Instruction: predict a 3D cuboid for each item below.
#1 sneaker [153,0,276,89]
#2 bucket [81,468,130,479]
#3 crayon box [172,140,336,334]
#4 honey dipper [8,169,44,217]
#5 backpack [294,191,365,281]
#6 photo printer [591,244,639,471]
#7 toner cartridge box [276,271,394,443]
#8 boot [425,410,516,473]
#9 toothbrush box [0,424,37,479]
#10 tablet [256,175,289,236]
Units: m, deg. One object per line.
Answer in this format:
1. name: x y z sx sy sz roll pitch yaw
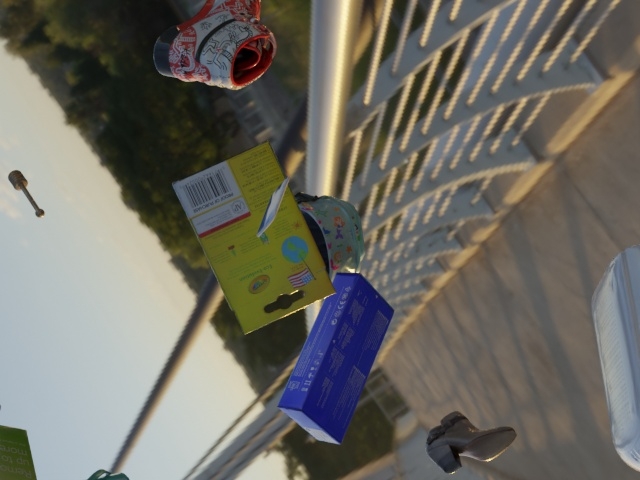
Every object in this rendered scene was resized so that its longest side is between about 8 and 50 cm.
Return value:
1. sneaker: -0.115 -0.315 1.373 0.145 0.270 0.090 18 137 22
2. bucket: -0.449 0.588 1.780 0.281 0.183 0.281 26 120 57
3. crayon box: -0.124 -0.006 1.758 0.081 0.202 0.318 -114 0 -86
4. honey dipper: -0.574 -0.088 1.804 0.161 0.030 0.030 44 167 41
5. backpack: 0.000 0.000 2.253 0.253 0.191 0.225 20 123 60
6. photo printer: 0.495 0.191 1.384 0.256 0.107 0.307 78 -170 -65
7. toner cartridge box: 0.041 0.259 2.053 0.075 0.348 0.165 1 145 40
8. boot: 0.191 0.253 1.201 0.042 0.118 0.087 59 -172 -24
9. toothbrush box: -0.501 0.381 1.258 0.206 0.122 0.283 23 -156 -37
10. tablet: -0.065 -0.047 1.271 0.006 0.083 0.054 29 138 -14
